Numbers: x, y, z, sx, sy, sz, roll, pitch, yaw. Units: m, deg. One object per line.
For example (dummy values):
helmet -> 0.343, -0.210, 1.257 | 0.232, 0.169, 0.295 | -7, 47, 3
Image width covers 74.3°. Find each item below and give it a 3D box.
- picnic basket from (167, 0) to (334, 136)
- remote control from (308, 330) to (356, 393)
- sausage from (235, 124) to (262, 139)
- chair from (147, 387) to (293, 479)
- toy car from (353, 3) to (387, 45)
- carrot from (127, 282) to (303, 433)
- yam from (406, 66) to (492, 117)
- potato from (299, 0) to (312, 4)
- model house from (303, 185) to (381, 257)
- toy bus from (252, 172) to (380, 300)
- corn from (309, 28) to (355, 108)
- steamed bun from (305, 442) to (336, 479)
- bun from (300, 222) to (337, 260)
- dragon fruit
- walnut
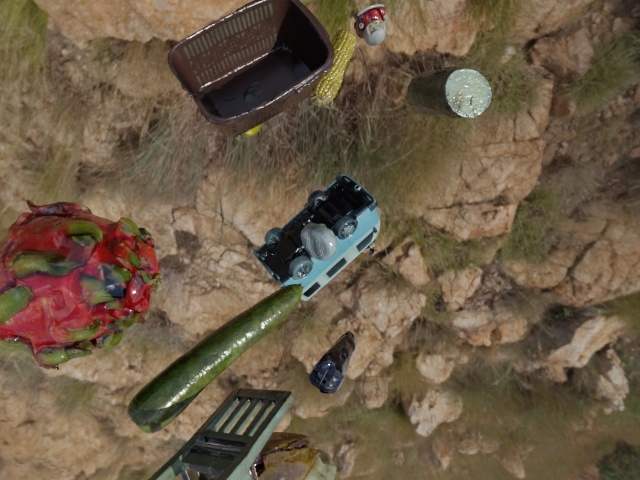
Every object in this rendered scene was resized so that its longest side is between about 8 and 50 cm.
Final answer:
picnic basket -> -0.127, -0.334, 0.849 | 0.296, 0.223, 0.129 | -33, 168, -10
remote control -> 0.043, 0.265, 0.938 | 0.066, 0.266, 0.090 | 40, 101, 11
sausage -> -0.213, -0.498, 1.396 | 0.123, 0.123, 0.347 | 20, 107, -16
chair -> -0.139, 0.366, 0.630 | 0.136, 0.270, 0.147 | -10, 104, 30
toy car -> 0.183, -0.743, 1.490 | 0.112, 0.139, 0.112 | -23, 84, -4
carrot -> -0.164, 0.184, 0.734 | 0.358, 0.074, 0.074 | -39, 133, -25
yam -> 0.369, -0.443, 1.269 | 0.153, 0.254, 0.154 | -10, 113, -24
potato -> -0.076, -0.661, 0.968 | 0.174, 0.159, 0.251 | -38, 142, 20
model house -> 0.085, -0.064, 1.487 | 0.325, 0.169, 0.244 | 21, 152, -8
toy bus -> 0.008, 0.001, 0.951 | 0.271, 0.133, 0.165 | -42, 144, -3
corn -> 0.048, -0.596, 1.452 | 0.106, 0.106, 0.293 | 26, 81, -21
steamed bun -> -0.090, 0.676, 1.178 | 0.289, 0.203, 0.276 | 26, 110, -39
bun -> 0.000, 0.000, 0.808 | 0.083, 0.045, 0.083 | 30, 140, 29
dragon fruit -> -0.416, 0.070, 0.691 | 0.302, 0.231, 0.237 | -23, 130, -4
walnut -> -0.113, 0.518, 0.968 | 0.245, 0.137, 0.137 | -3, 133, -24
